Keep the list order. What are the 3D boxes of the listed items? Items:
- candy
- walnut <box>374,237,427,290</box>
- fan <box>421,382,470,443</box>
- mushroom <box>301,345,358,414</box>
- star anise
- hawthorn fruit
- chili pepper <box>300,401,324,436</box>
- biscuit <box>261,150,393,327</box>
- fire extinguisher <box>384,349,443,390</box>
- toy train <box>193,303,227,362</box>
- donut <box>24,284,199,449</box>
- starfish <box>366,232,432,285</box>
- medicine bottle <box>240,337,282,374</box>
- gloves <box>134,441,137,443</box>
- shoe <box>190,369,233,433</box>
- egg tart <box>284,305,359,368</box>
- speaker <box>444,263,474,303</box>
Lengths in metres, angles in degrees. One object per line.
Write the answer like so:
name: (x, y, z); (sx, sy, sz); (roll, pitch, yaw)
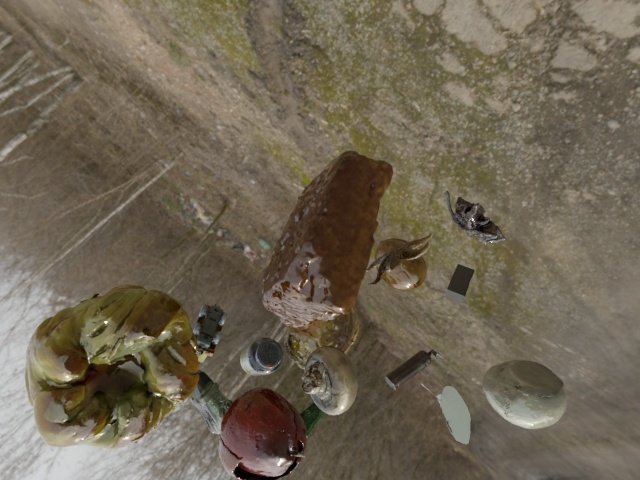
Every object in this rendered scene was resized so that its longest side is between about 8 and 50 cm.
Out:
candy: (0.711, 0.541, 1.459); (0.295, 0.295, 0.186); (16, 112, 58)
walnut: (0.280, 0.083, 1.465); (0.207, 0.167, 0.167); (50, 168, 14)
fan: (0.426, 0.561, 1.431); (0.310, 0.010, 0.183); (-152, 59, -73)
mushroom: (0.025, 0.475, 1.407); (0.177, 0.227, 0.226); (-2, -160, -43)
star anise: (0.491, -0.063, 1.336); (0.231, 0.089, 0.209); (42, 176, 41)
hawthorn fruit: (-0.089, 0.334, 0.701); (0.171, 0.148, 0.148); (5, 146, 34)
chili pepper: (-0.004, 0.660, 1.617); (0.088, 0.226, 0.059); (46, 151, 16)
biscuit: (0.000, 0.000, 1.026); (0.166, 0.396, 0.342); (27, 154, -17)
fire extinguisher: (0.412, 0.558, 1.815); (0.089, 0.267, 0.072); (53, 162, 21)
toy train: (-0.369, 0.297, 1.338); (0.089, 0.127, 0.219); (26, -147, -14)
donut: (-0.430, 0.265, 0.892); (0.169, 0.360, 0.360); (18, 153, 48)
starfish: (0.214, 0.040, 1.143); (0.057, 0.238, 0.213); (54, 154, -9)
medicine bottle: (-0.234, 0.467, 1.667); (0.141, 0.141, 0.293); (42, 153, -3)
gloves: (-0.746, 0.672, 1.525); (0.211, 0.111, 0.128); (5, 131, 5)
shoe: (-0.383, 0.607, 1.557); (0.149, 0.109, 0.293); (-7, 112, 29)
egg tart: (-0.014, 0.344, 1.673); (0.351, 0.352, 0.150); (24, 160, 49)
speaker: (0.603, 0.184, 1.792); (0.082, 0.218, 0.044); (21, 126, 19)
